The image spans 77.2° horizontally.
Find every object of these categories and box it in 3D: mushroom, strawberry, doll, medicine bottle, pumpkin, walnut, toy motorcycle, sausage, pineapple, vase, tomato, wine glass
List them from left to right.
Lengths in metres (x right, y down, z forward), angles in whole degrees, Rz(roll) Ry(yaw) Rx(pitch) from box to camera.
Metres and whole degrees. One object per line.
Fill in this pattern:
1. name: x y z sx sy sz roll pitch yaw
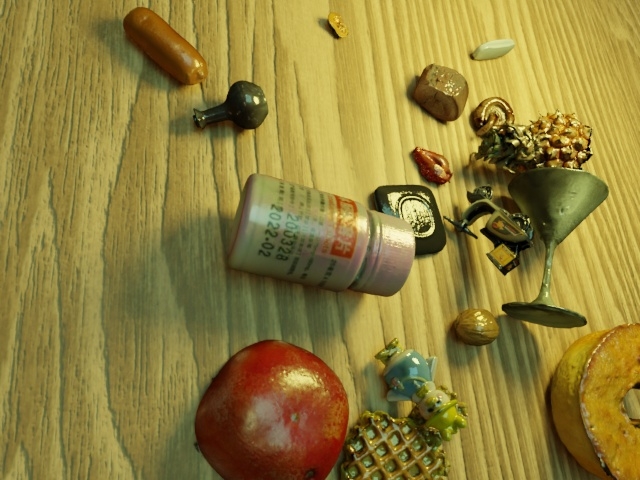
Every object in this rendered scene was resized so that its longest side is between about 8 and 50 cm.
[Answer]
1. sausage: -0.383 -0.481 0.997 0.238 0.098 0.098 43 64 -2
2. vase: -0.226 -0.324 1.000 0.183 0.120 0.120 -21 82 -10
3. tomato: -0.077 0.363 0.818 0.338 0.144 0.338 7 72 -21
4. medicine bottle: 0.000 0.000 0.915 0.388 0.219 0.219 15 69 -15
5. pumpkin: 0.050 -0.664 1.249 0.050 0.028 0.083 -39 98 -24
6. doll: 0.231 0.342 0.931 0.135 0.098 0.241 -24 57 -29
7. strawberry: 0.344 -0.231 1.212 0.152 0.048 0.104 40 61 -8
8. walnut: 0.417 0.232 1.067 0.124 0.105 0.105 11 70 -21
9. toy motorcycle: 0.471 -0.045 1.113 0.091 0.157 0.263 37 16 -46
10. mushroom: 0.568 -0.398 1.332 0.135 0.080 0.170 42 64 10
11. pineapple: 0.608 -0.284 1.212 0.272 0.262 0.262 2 73 -19
12. wine glass: 0.655 0.025 1.141 0.267 0.267 0.406 21 70 -13

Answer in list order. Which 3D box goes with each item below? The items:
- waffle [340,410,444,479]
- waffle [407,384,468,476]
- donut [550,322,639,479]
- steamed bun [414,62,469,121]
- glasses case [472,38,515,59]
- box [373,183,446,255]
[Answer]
1. waffle: 0.160 0.512 0.883 0.238 0.059 0.243 10 75 -5
2. waffle: 0.281 0.453 0.970 0.149 0.051 0.194 44 63 1
3. donut: 0.805 0.450 1.110 0.378 0.163 0.435 8 73 -17
4. steamed bun: 0.393 -0.479 1.276 0.175 0.106 0.144 31 65 -6
5. glasses case: 0.627 -0.690 1.450 0.179 0.067 0.045 -19 83 -24
6. box: 0.254 -0.061 1.128 0.201 0.042 0.212 -6 76 -24
